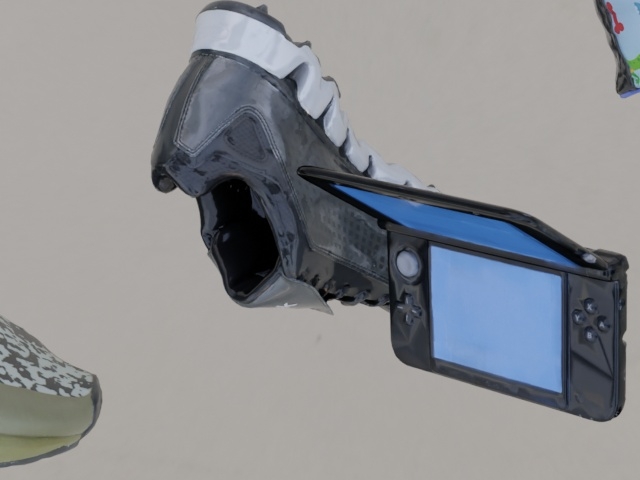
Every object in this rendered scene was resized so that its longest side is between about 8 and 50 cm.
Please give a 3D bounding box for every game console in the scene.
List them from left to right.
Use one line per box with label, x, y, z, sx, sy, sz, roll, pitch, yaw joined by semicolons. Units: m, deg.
game console;0.056;0.021;0.752;0.122;0.071;0.107;15;115;41

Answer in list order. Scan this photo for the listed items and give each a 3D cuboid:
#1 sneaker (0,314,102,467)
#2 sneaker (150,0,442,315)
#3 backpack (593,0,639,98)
sneaker;-0.258;-0.039;0.851;0.410;0.158;0.182;33;101;-17
sneaker;0.000;0.000;0.863;0.234;0.078;0.106;45;64;-35
backpack;0.135;-0.074;0.462;0.105;0.114;0.084;-35;102;-38
